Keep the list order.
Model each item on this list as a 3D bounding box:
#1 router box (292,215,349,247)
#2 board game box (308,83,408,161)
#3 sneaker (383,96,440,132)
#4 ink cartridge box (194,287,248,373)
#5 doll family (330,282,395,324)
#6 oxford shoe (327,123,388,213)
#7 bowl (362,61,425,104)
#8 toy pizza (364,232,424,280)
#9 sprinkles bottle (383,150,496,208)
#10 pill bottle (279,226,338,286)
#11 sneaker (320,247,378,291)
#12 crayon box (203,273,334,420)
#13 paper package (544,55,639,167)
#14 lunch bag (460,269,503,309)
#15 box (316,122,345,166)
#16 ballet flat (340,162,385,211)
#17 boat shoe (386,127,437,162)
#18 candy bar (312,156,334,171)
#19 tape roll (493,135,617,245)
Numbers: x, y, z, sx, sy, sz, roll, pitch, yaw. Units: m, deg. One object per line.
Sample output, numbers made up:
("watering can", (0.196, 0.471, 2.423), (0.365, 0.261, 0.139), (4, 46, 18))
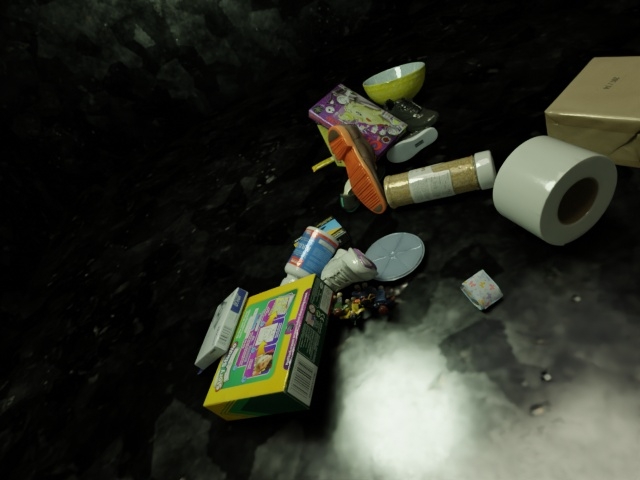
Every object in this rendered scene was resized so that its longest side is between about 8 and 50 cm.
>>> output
("router box", (0.000, 0.000, 1.555), (0.179, 0.046, 0.133), (-34, 38, -3))
("board game box", (0.149, -0.479, 1.721), (0.347, 0.056, 0.208), (37, 71, 15))
("sneaker", (0.377, -0.546, 1.846), (0.286, 0.130, 0.109), (18, 57, 44))
("ink cartridge box", (-0.326, 0.288, 1.365), (0.224, 0.045, 0.223), (-44, 23, 41))
("doll family", (0.117, 0.185, 1.240), (0.193, 0.076, 0.111), (-28, 20, 10))
("oxford shoe", (0.167, -0.273, 1.568), (0.132, 0.364, 0.130), (-23, -6, -30))
("bowl", (0.356, -0.698, 1.993), (0.289, 0.156, 0.289), (-17, 27, 9))
("toy pizza", (0.230, 0.054, 1.347), (0.201, 0.032, 0.201), (-20, 37, 16))
("sprinkles bottle", (0.398, -0.199, 1.444), (0.355, 0.121, 0.121), (-11, 41, 25))
("pill bottle", (-0.041, 0.076, 1.414), (0.124, 0.124, 0.221), (16, 73, 44))
("sneaker", (0.076, 0.104, 1.278), (0.152, 0.114, 0.305), (-48, 4, -8))
("crayon box", (-0.138, 0.299, 1.214), (0.313, 0.106, 0.363), (-24, 35, 35))
("paper package", (0.898, -0.397, 1.286), (0.325, 0.168, 0.309), (-44, 39, -17))
("lunch bag", (0.417, 0.132, 1.112), (0.071, 0.053, 0.083), (-35, 63, -5))
("box", (0.070, -0.435, 1.844), (0.058, 0.232, 0.087), (15, 57, 45))
("ballet flat", (0.165, -0.232, 1.663), (0.095, 0.096, 0.280), (9, 52, 41))
("boat shoe", (0.358, -0.390, 1.728), (0.228, 0.080, 0.076), (-33, 28, -3))
("candy bar", (0.036, -0.360, 1.961), (0.161, 0.018, 0.040), (-25, 41, 8))
("tape roll", (0.607, -0.133, 1.124), (0.246, 0.246, 0.169), (-34, 38, -3))
